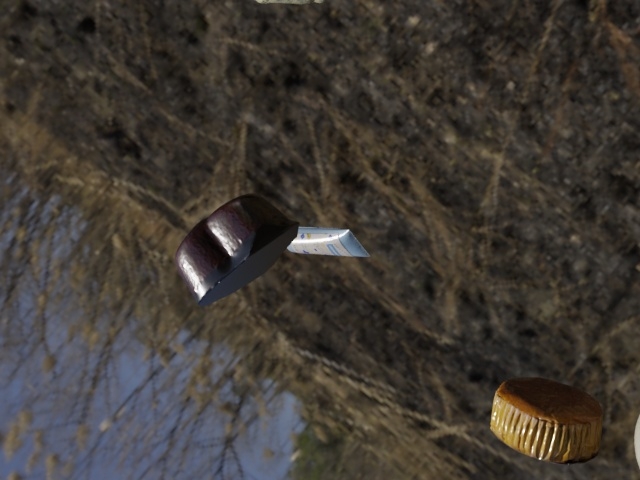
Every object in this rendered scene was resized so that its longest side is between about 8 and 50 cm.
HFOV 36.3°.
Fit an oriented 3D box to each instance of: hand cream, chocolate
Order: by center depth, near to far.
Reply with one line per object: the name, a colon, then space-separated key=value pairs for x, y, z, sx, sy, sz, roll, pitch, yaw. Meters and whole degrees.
chocolate: x=-0.095 y=-0.001 z=1.119 sx=0.080 sy=0.149 sz=0.125 roll=51 pitch=-167 yaw=10
hand cream: x=0.000 y=0.000 z=1.520 sx=0.171 sy=0.043 sz=0.065 roll=2 pitch=144 yaw=44

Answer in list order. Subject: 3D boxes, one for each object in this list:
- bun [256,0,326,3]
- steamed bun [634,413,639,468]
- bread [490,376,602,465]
bun: x=-0.048 y=-0.432 z=1.309 sx=0.287 sy=0.287 sz=0.146 roll=42 pitch=-141 yaw=-28
steamed bun: x=0.601 y=0.334 z=1.432 sx=0.283 sy=0.283 sz=0.177 roll=37 pitch=132 yaw=47
bread: x=0.405 y=0.314 z=1.742 sx=0.199 sy=0.104 sz=0.199 roll=4 pitch=-166 yaw=-1
